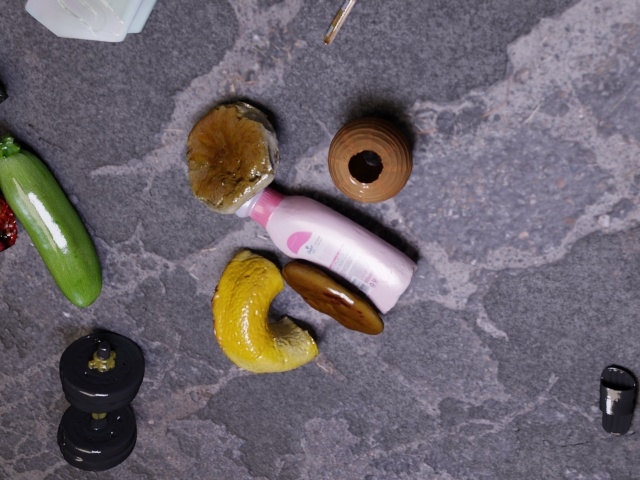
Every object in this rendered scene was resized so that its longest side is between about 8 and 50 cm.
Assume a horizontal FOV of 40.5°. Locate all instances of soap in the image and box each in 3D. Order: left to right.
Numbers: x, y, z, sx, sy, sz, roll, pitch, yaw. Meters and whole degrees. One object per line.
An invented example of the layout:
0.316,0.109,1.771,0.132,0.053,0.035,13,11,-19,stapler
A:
-0.333,-0.430,1.350,0.173,0.095,0.289,39,131,-4,soap

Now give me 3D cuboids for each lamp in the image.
0.077,-0.125,1.355,0.137,0.136,0.136,13,128,17,lamp

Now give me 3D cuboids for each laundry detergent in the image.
0.000,0.000,1.509,0.335,0.087,0.159,32,142,3,laundry detergent

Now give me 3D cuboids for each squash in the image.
-0.533,-0.032,1.725,0.107,0.107,0.394,-7,119,29,squash

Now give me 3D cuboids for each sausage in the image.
0.029,-0.332,1.303,0.015,0.015,0.100,34,131,-1,sausage

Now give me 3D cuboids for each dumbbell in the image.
-0.494,0.363,1.940,0.185,0.185,0.388,22,130,9,dumbbell

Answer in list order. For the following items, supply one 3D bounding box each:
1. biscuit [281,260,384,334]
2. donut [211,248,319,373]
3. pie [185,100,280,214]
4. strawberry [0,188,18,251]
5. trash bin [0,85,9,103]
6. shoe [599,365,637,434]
0.021,0.107,1.544,0.212,0.036,0.212,32,167,9,biscuit
-0.114,0.163,1.625,0.101,0.152,0.259,10,133,52,donut
-0.154,-0.143,1.461,0.195,0.046,0.195,-2,87,34,pie
-0.673,-0.087,1.692,0.233,0.137,0.306,40,156,-16,strawberry
-0.720,-0.322,1.542,0.252,0.203,0.301,-28,110,12,trash bin
0.512,0.291,1.502,0.062,0.053,0.159,8,129,25,shoe
